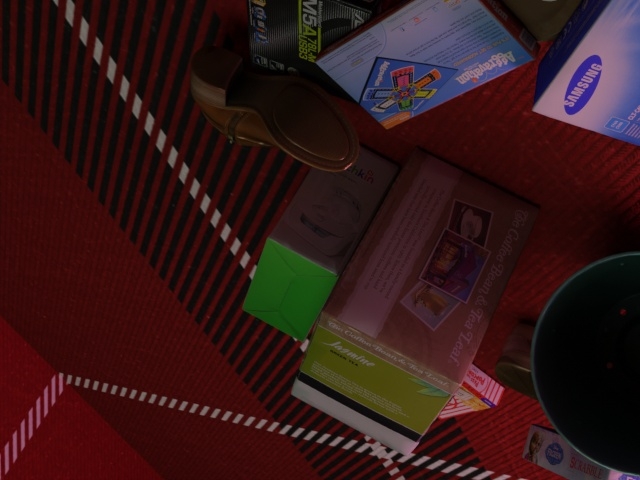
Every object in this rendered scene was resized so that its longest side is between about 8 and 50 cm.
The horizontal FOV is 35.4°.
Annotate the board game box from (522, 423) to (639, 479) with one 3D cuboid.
[{"bbox_3d":[0.519,0.371,1.546,0.318,0.065,0.319,17,175,-9],"label":"board game box"}]

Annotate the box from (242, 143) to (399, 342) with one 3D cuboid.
[{"bbox_3d":[0.000,0.000,1.601,0.127,0.231,0.262,28,150,2],"label":"box"}]

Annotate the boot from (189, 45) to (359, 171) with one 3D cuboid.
[{"bbox_3d":[-0.072,-0.167,1.500,0.284,0.109,0.220,26,167,6],"label":"boot"}]

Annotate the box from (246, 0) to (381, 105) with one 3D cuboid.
[{"bbox_3d":[-0.010,-0.285,1.370,0.184,0.045,0.190,24,151,13],"label":"box"}]

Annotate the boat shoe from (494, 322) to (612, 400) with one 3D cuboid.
[{"bbox_3d":[0.468,0.246,1.685,0.341,0.110,0.121,27,149,5],"label":"boat shoe"}]

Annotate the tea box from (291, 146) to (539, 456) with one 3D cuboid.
[{"bbox_3d":[0.139,0.100,1.534,0.220,0.329,0.323,28,149,5],"label":"tea box"}]

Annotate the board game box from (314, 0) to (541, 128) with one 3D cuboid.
[{"bbox_3d":[0.126,-0.235,1.263,0.145,0.027,0.281,42,148,-20],"label":"board game box"}]

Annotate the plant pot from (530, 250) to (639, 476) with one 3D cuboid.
[{"bbox_3d":[0.458,0.159,1.394,0.293,0.293,0.235,18,-174,21],"label":"plant pot"}]

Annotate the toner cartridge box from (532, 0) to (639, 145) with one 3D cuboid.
[{"bbox_3d":[0.369,-0.235,1.050,0.165,0.075,0.348,17,150,-5],"label":"toner cartridge box"}]

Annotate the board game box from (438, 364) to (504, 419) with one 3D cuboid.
[{"bbox_3d":[0.249,0.287,2.000,0.147,0.045,0.193,38,149,-13],"label":"board game box"}]

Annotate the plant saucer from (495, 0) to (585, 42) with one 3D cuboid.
[{"bbox_3d":[0.197,-0.327,1.134,0.278,0.041,0.278,22,148,14],"label":"plant saucer"}]
